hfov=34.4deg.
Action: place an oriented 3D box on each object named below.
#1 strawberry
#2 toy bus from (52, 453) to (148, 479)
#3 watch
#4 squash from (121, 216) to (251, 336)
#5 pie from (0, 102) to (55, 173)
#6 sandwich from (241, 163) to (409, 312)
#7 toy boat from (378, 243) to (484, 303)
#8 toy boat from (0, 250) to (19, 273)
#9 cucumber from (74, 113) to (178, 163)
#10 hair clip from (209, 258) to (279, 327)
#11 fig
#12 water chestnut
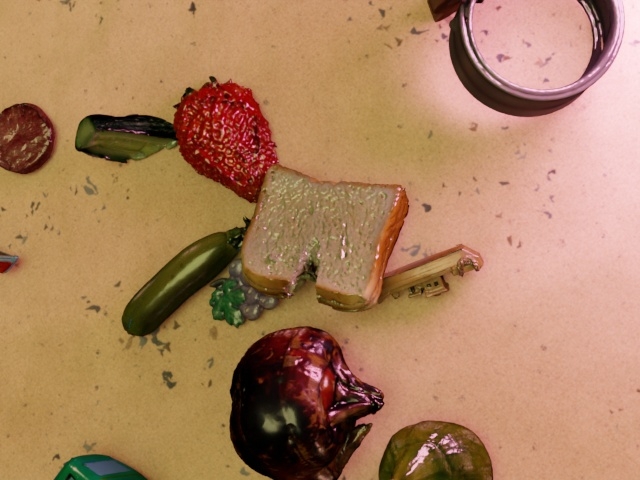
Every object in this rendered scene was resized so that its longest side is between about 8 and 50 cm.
[{"bbox_3d":[-0.188,-0.202,1.995,0.188,0.106,0.286,-39,77,9],"label":"strawberry"},{"bbox_3d":[-0.464,0.571,1.944,0.199,0.183,0.344,36,93,19],"label":"toy bus"},{"bbox_3d":[0.381,-0.400,1.804,0.335,0.314,0.327,-37,89,-3],"label":"watch"},{"bbox_3d":[-0.259,0.068,1.997,0.331,0.087,0.087,-39,76,6],"label":"squash"},{"bbox_3d":[-0.616,-0.212,2.143,0.154,0.036,0.155,-2,84,14],"label":"pie"},{"bbox_3d":[0.000,-0.001,1.895,0.273,0.095,0.249,11,70,18],"label":"sandwich"},{"bbox_3d":[0.198,0.069,1.891,0.206,0.064,0.072,-22,98,16],"label":"toy boat"},{"bbox_3d":[-0.690,0.016,2.121,0.172,0.069,0.059,23,98,20],"label":"toy boat"},{"bbox_3d":[-0.385,-0.210,2.036,0.115,0.193,0.086,-29,74,40],"label":"cucumber"},{"bbox_3d":[-0.134,0.091,1.987,0.195,0.052,0.124,-31,68,18],"label":"hair clip"},{"bbox_3d":[0.188,0.404,1.767,0.203,0.235,0.203,-3,81,18],"label":"fig"},{"bbox_3d":[-0.036,0.297,1.835,0.244,0.289,0.289,8,85,-17],"label":"water chestnut"}]
